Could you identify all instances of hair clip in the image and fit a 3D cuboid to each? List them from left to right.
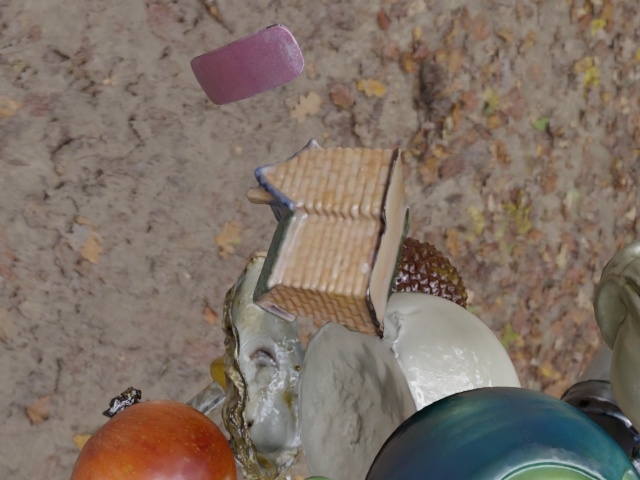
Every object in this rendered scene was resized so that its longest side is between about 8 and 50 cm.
[{"bbox_3d":[-0.075,-0.164,0.741,0.022,0.137,0.054,-49,119,-42],"label":"hair clip"}]

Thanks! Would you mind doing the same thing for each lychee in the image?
[{"bbox_3d":[0.121,0.110,1.268,0.271,0.236,0.236,-2,100,-65],"label":"lychee"}]

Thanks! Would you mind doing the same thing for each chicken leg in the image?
[{"bbox_3d":[-0.227,0.315,1.222,0.253,0.051,0.106,28,81,-26],"label":"chicken leg"}]

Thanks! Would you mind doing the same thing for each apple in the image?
[{"bbox_3d":[-0.146,0.228,0.697,0.163,0.139,0.163,-25,120,-56],"label":"apple"}]

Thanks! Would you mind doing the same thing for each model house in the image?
[{"bbox_3d":[0.000,0.000,0.878,0.166,0.172,0.183,73,28,-60],"label":"model house"}]

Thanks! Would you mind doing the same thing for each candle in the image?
[{"bbox_3d":[0.554,0.294,1.366,0.342,0.221,0.221,-34,116,-42],"label":"candle"}]

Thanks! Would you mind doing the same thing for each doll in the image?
[{"bbox_3d":[0.086,0.212,0.524,0.322,0.186,0.198,-18,118,-12],"label":"doll"}]

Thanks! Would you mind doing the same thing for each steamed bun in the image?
[{"bbox_3d":[0.121,0.222,1.006,0.206,0.324,0.324,-5,101,-32],"label":"steamed bun"},{"bbox_3d":[0.509,0.107,0.912,0.324,0.219,0.310,-2,60,-9],"label":"steamed bun"}]

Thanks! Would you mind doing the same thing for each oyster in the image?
[{"bbox_3d":[-0.102,0.228,1.142,0.204,0.111,0.396,-26,114,-66],"label":"oyster"}]

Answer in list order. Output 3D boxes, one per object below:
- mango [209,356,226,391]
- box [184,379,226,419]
[{"bbox_3d":[-0.102,0.300,1.519,0.253,0.138,0.113,30,83,-6],"label":"mango"},{"bbox_3d":[-0.210,0.301,1.387,0.098,0.045,0.062,-36,159,-27],"label":"box"}]
